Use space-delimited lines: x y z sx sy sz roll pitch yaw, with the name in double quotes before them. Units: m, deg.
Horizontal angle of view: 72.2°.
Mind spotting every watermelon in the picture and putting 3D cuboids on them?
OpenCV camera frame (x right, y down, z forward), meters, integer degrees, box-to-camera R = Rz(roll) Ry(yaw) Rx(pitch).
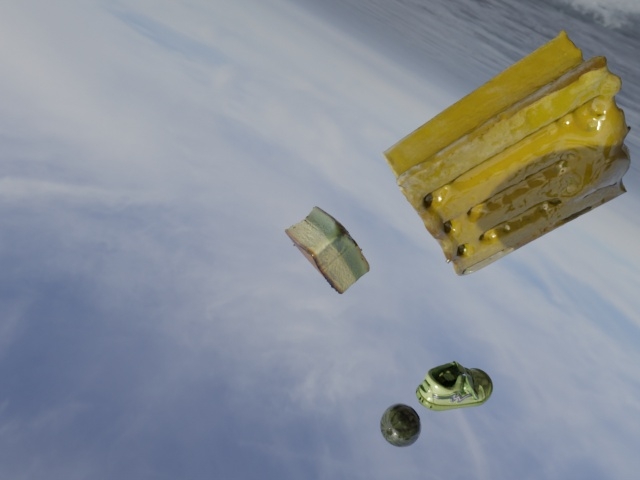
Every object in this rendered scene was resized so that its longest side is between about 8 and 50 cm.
"watermelon" 0.215 0.472 1.134 0.133 0.105 0.105 -3 -141 -45

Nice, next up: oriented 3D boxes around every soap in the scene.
"soap" 0.270 -0.098 0.634 0.259 0.281 0.143 47 -163 -39

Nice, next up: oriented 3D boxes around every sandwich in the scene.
"sandwich" 0.000 0.000 0.995 0.186 0.108 0.220 47 176 32

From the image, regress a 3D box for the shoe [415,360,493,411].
"shoe" 0.427 0.458 1.369 0.262 0.128 0.140 -8 -135 -15
